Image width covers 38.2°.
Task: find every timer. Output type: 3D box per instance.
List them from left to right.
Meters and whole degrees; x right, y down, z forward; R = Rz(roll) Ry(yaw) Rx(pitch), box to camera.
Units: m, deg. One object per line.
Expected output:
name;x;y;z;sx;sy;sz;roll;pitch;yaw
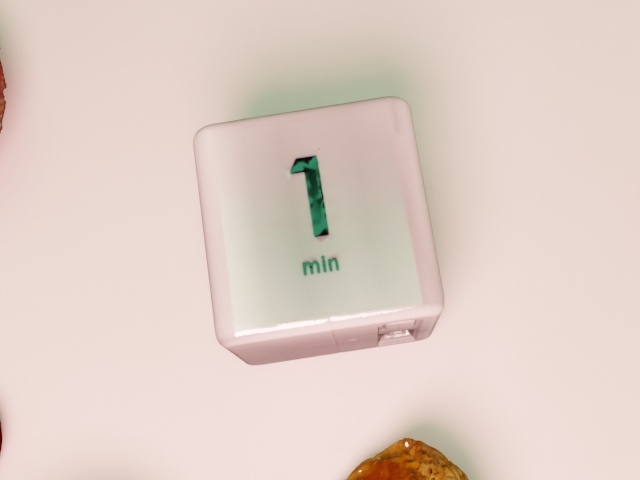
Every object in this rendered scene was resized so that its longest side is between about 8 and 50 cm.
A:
timer;0.000;0.000;0.854;0.194;0.192;0.195;-10;77;1

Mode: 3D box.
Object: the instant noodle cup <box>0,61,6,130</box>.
instant noodle cup;-0.441;-0.126;0.962;0.274;0.091;0.274;-1;77;4

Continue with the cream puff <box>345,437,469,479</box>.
cream puff;0.093;0.292;0.812;0.169;0.183;0.183;40;81;-15

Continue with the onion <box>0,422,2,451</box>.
onion;-0.367;0.193;0.876;0.117;0.118;0.119;-22;76;2
